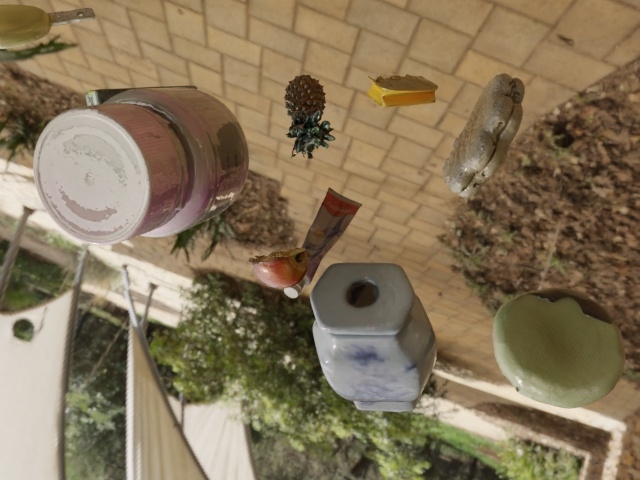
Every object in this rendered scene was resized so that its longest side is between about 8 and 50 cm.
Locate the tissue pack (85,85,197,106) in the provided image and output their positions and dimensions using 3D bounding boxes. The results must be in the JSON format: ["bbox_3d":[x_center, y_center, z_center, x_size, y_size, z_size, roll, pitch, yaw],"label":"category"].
[{"bbox_3d":[-0.401,-0.261,1.464,0.257,0.185,0.081,-15,-164,-41],"label":"tissue pack"}]

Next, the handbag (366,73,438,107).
[{"bbox_3d":[0.109,-0.202,0.844,0.083,0.027,0.061,-9,-146,-19],"label":"handbag"}]

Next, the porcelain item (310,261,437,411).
[{"bbox_3d":[0.112,0.208,1.269,0.243,0.178,0.405,-1,146,13],"label":"porcelain item"}]

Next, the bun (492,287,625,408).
[{"bbox_3d":[0.525,0.250,1.409,0.283,0.283,0.179,15,152,19],"label":"bun"}]

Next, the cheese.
[{"bbox_3d":[-0.671,-0.525,1.505,0.127,0.255,0.050,58,153,27],"label":"cheese"}]

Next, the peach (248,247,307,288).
[{"bbox_3d":[-0.064,0.046,0.983,0.098,0.061,0.098,-14,-176,1],"label":"peach"}]

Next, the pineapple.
[{"bbox_3d":[-0.025,-0.253,1.221,0.103,0.221,0.083,-35,129,27],"label":"pineapple"}]

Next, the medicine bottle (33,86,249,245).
[{"bbox_3d":[-0.293,-0.129,1.075,0.256,0.256,0.325,17,-160,14],"label":"medicine bottle"}]

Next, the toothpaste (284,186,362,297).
[{"bbox_3d":[0.000,0.000,1.227,0.075,0.301,0.048,9,132,19],"label":"toothpaste"}]

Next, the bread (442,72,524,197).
[{"bbox_3d":[0.436,-0.268,1.625,0.102,0.337,0.183,22,-173,-12],"label":"bread"}]
